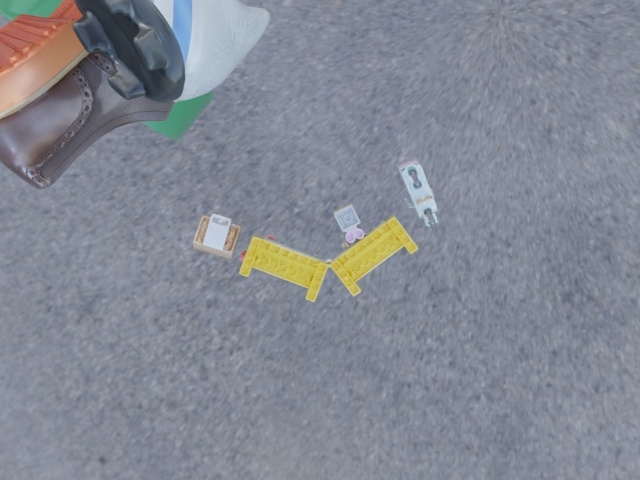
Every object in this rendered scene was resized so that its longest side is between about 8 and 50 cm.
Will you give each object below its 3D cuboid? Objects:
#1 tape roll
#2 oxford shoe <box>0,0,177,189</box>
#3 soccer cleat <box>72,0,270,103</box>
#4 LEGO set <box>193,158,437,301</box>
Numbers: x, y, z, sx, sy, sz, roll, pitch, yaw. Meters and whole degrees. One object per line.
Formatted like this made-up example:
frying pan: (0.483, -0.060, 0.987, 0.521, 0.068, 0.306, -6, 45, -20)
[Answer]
tape roll: (-0.276, -0.255, 1.018, 0.321, 0.321, 0.077, 40, 96, 0)
oxford shoe: (-0.167, -0.194, 0.784, 0.363, 0.130, 0.133, -41, 130, -20)
soccer cleat: (-0.165, -0.258, 0.625, 0.116, 0.143, 0.331, -22, 103, 53)
LEGO set: (0.000, 0.000, 0.989, 0.287, 0.107, 0.132, -14, 96, 3)
